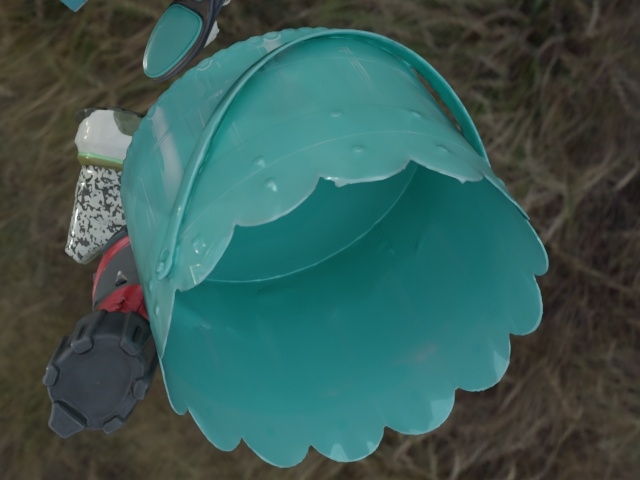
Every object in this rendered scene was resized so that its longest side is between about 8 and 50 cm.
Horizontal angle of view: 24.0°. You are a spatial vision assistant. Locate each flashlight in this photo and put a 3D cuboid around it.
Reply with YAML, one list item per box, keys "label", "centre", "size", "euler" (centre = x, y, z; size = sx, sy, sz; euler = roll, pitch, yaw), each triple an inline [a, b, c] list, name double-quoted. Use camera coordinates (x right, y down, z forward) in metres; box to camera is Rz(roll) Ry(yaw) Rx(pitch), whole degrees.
- label: "flashlight"
  centre: [-0.158, 0.063, 1.265]
  size: [0.103, 0.304, 0.103]
  euler: [-7, 103, 2]

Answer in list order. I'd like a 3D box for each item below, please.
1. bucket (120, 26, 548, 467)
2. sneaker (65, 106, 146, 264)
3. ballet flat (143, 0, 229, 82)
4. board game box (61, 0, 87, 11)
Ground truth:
- label: "bucket"
  centre: [0.000, 0.000, 1.036]
  size: [0.281, 0.183, 0.281]
  euler: [-14, 137, -14]
- label: "sneaker"
  centre: [-0.069, 0.008, 1.500]
  size: [0.410, 0.158, 0.182]
  euler: [18, 88, -2]
- label: "ballet flat"
  centre: [-0.137, -0.272, 1.764]
  size: [0.074, 0.074, 0.203]
  euler: [29, 107, 6]
- label: "board game box"
  centre: [-0.198, -0.414, 1.745]
  size: [0.079, 0.254, 0.336]
  euler: [41, 163, -15]
